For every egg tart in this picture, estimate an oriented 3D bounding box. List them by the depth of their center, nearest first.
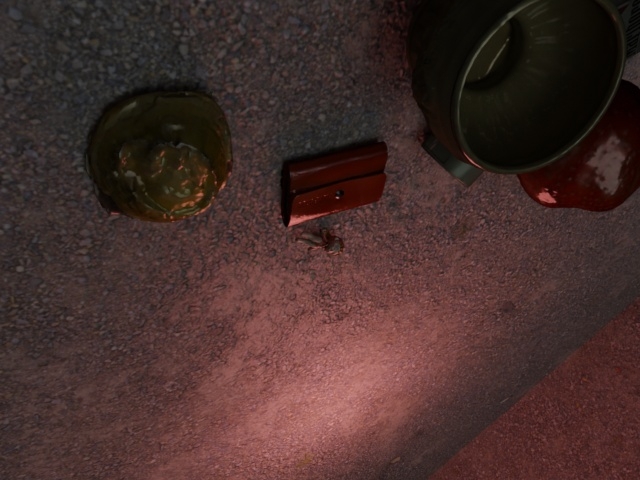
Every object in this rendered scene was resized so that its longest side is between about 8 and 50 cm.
[{"bbox_3d":[-0.225,-0.106,0.889,0.231,0.098,0.252,12,127,-39],"label":"egg tart"}]

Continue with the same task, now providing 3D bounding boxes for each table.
[{"bbox_3d":[0.309,-0.221,1.128,0.220,0.126,0.126,-48,141,18],"label":"table"}]

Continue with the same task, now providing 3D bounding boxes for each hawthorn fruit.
[{"bbox_3d":[0.540,-0.225,1.209,0.287,0.287,0.331,-13,123,-25],"label":"hawthorn fruit"}]

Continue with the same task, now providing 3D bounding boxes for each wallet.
[{"bbox_3d":[0.026,-0.104,1.112,0.204,0.045,0.142,-16,140,-21],"label":"wallet"}]

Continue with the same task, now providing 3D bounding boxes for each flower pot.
[{"bbox_3d":[0.268,-0.276,0.916,0.307,0.244,0.308,-11,128,-14],"label":"flower pot"}]

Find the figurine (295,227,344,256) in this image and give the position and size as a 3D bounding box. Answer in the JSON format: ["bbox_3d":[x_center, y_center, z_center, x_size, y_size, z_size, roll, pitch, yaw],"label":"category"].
[{"bbox_3d":[0.000,0.000,1.207,0.109,0.047,0.064,15,129,-35],"label":"figurine"}]

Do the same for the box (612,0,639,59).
[{"bbox_3d":[0.603,-0.424,1.189,0.115,0.036,0.177,-30,147,0],"label":"box"}]
